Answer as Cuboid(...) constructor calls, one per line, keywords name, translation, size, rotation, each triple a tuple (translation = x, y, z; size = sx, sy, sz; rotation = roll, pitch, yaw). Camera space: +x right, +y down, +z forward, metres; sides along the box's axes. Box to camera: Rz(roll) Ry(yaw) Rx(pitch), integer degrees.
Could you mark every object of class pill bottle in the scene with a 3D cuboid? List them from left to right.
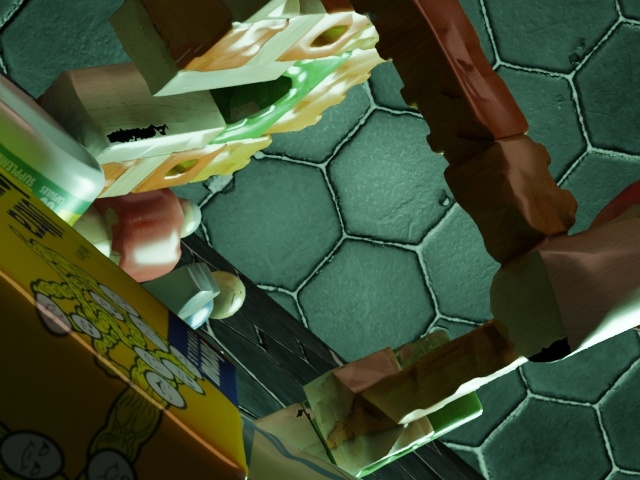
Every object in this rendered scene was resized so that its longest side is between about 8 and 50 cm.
Cuboid(name="pill bottle", translation=(-0.227, 0.007, 0.825), size=(0.117, 0.208, 0.117), rotation=(41, 3, -2))

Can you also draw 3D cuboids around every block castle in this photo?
Cuboid(name="block castle", translation=(0.000, 0.000, 0.905), size=(0.213, 0.453, 0.303), rotation=(-16, 75, -48))

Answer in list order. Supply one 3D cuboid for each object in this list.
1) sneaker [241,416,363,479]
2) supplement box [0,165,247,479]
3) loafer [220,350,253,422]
Cuboid(name="sneaker", translation=(-0.021, 0.142, 0.768), size=(0.237, 0.085, 0.086), rotation=(30, -1, 25))
Cuboid(name="supplement box", translation=(-0.226, 0.032, 0.634), size=(0.356, 0.195, 0.194), rotation=(42, 3, -9))
Cuboid(name="loafer", translation=(-0.128, 0.127, 1.262), size=(0.319, 0.111, 0.112), rotation=(42, 3, 2))
